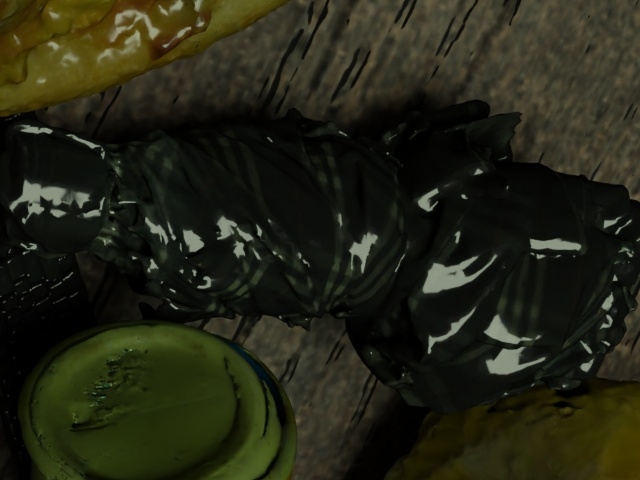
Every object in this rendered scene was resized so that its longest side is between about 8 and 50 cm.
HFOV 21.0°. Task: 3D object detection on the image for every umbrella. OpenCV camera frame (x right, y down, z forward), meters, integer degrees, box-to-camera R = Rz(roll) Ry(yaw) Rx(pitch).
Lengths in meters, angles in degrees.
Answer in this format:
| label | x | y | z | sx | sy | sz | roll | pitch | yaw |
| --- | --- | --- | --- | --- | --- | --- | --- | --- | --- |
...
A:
| label | x | y | z | sx | sy | sz | roll | pitch | yaw |
| --- | --- | --- | --- | --- | --- | --- | --- | --- | --- |
| umbrella | 0.000 | 0.012 | 0.827 | 0.336 | 0.128 | 0.154 | -4 | 98 | -27 |

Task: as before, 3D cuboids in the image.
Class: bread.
| label | x | y | z | sx | sy | sz | roll | pitch | yaw |
| --- | --- | --- | --- | --- | --- | --- | --- | --- | --- |
| bread | 0.140 | 0.166 | 0.934 | 0.197 | 0.197 | 0.170 | -58 | 155 | 2 |

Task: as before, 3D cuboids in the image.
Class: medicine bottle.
| label | x | y | z | sx | sy | sz | roll | pitch | yaw |
| --- | --- | --- | --- | --- | --- | --- | --- | --- | --- |
| medicine bottle | -0.078 | 0.156 | 0.806 | 0.124 | 0.124 | 0.239 | -19 | 140 | -25 |

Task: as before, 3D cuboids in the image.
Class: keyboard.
| label | x | y | z | sx | sy | sz | roll | pitch | yaw |
| --- | --- | --- | --- | --- | --- | --- | --- | --- | --- |
| keyboard | -0.136 | 0.031 | 0.805 | 0.060 | 0.018 | 0.195 | -27 | 124 | -24 |

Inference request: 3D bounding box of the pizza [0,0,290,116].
| label | x | y | z | sx | sy | sz | roll | pitch | yaw |
| --- | --- | --- | --- | --- | --- | --- | --- | --- | --- |
| pizza | -0.086 | -0.123 | 0.704 | 0.258 | 0.087 | 0.268 | -40 | 157 | 15 |
